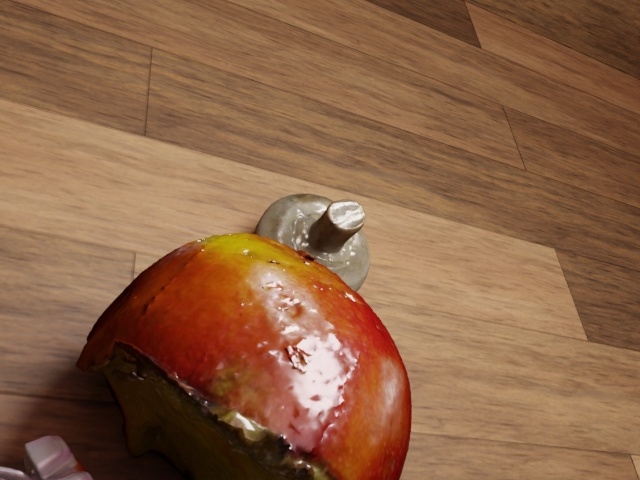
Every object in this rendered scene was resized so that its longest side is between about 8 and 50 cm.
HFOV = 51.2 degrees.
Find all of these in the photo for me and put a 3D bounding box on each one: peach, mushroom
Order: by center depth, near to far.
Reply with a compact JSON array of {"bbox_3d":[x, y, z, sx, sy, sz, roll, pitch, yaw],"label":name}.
[{"bbox_3d":[-0.078,0.177,0.767,0.352,0.339,0.417,-22,37,-5],"label":"peach"},{"bbox_3d":[0.000,0.000,1.097,0.207,0.215,0.208,13,57,-21],"label":"mushroom"}]

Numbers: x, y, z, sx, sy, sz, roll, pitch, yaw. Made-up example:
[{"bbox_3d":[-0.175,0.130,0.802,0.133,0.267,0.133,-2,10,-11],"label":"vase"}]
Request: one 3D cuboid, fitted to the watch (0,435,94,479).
[{"bbox_3d":[-0.307,0.337,0.649,0.231,0.196,0.244,-25,75,-36],"label":"watch"}]
